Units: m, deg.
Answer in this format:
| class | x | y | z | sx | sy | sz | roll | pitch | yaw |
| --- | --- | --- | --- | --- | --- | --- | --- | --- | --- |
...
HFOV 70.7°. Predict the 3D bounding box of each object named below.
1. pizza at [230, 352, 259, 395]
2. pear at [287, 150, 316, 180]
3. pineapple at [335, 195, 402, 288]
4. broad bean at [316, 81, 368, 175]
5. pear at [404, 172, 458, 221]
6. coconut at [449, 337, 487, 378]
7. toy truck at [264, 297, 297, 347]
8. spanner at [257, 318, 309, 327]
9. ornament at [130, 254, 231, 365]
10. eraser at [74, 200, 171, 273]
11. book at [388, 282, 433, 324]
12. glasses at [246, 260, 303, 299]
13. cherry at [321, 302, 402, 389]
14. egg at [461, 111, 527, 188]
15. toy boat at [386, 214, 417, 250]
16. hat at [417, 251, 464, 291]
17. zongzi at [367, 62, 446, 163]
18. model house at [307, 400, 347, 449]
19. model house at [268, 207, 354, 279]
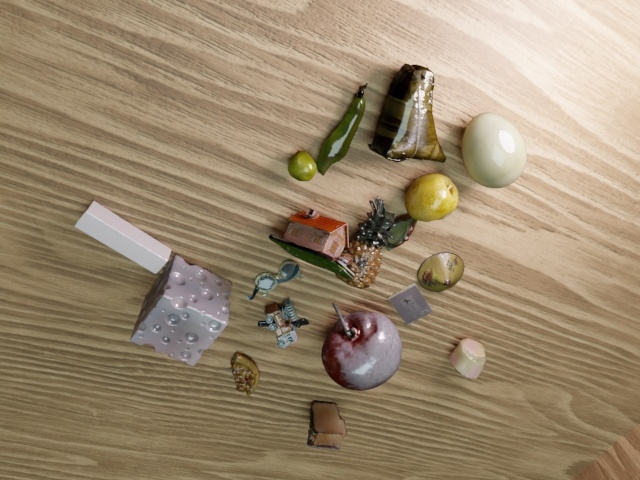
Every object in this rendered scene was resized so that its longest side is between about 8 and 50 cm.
| class | x | y | z | sx | sy | sz | roll | pitch | yaw |
| --- | --- | --- | --- | --- | --- | --- | --- | --- | --- |
| pizza | -0.324 | 0.580 | 1.932 | 0.127 | 0.058 | 0.246 | 0 | 119 | -7 |
| pear | -0.056 | -0.239 | 1.445 | 0.092 | 0.092 | 0.096 | 2 | 105 | -8 |
| pineapple | 0.170 | 0.003 | 1.595 | 0.169 | 0.169 | 0.340 | 14 | 111 | -16 |
| broad bean | 0.073 | -0.343 | 1.410 | 0.075 | 0.067 | 0.325 | 2 | 125 | -45 |
| pear | 0.369 | -0.138 | 1.517 | 0.178 | 0.178 | 0.177 | -3 | 122 | -5 |
| coconut | 0.645 | 0.523 | 1.976 | 0.147 | 0.147 | 0.152 | 13 | 117 | -15 |
| toy truck | -0.143 | 0.326 | 1.777 | 0.115 | 0.080 | 0.177 | -22 | 113 | -3 |
| spanner | -0.149 | 0.336 | 1.830 | 0.209 | 0.012 | 0.046 | 1 | 121 | -7 |
| ornament | -0.482 | 0.246 | 1.597 | 0.240 | 0.239 | 0.239 | 31 | 112 | -23 |
| eraser | -0.653 | -0.007 | 1.512 | 0.298 | 0.078 | 0.076 | 38 | 110 | -26 |
| book | 0.370 | 0.263 | 1.850 | 0.127 | 0.014 | 0.181 | -31 | 121 | 12 |
| glasses | -0.179 | 0.137 | 1.607 | 0.190 | 0.220 | 0.088 | -27 | 82 | 11 |
| cherry | 0.179 | 0.434 | 1.791 | 0.335 | 0.291 | 0.326 | 21 | 108 | -40 |
| egg | 0.545 | -0.284 | 1.429 | 0.189 | 0.188 | 0.253 | -29 | 115 | 10 |
| toy boat | 0.288 | -0.032 | 1.625 | 0.089 | 0.071 | 0.185 | 44 | 114 | 17 |
| hat | 0.480 | 0.144 | 1.752 | 0.193 | 0.082 | 0.193 | -3 | 121 | -5 |
| zongzi | 0.321 | -0.373 | 1.393 | 0.289 | 0.134 | 0.285 | 6 | 117 | -26 |
| model house | 0.011 | 0.869 | 2.082 | 0.167 | 0.183 | 0.172 | 10 | 119 | -13 |
| model house | -0.001 | -0.001 | 1.529 | 0.207 | 0.294 | 0.153 | 39 | 73 | -54 |
